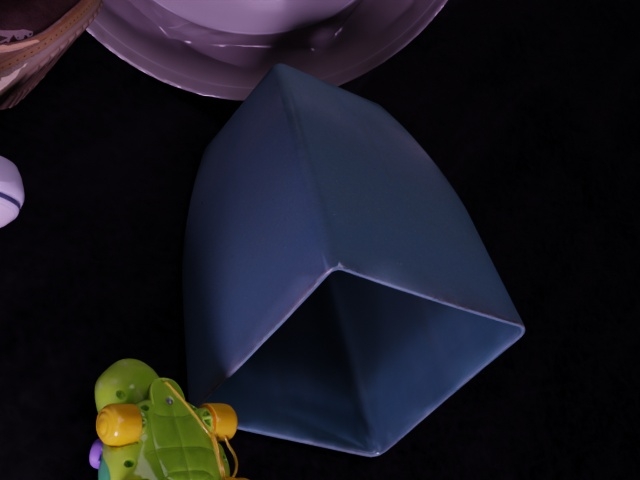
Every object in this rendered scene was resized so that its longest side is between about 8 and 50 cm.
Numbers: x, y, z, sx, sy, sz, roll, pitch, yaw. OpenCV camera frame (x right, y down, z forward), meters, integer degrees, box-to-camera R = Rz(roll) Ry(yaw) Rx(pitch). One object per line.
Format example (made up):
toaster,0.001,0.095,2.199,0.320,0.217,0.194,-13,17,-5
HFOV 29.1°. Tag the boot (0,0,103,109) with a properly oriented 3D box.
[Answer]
boot,-0.271,-0.168,0.793,0.207,0.090,0.248,46,41,-8

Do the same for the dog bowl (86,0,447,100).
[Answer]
dog bowl,-0.051,-0.283,0.922,0.348,0.349,0.102,36,28,-17

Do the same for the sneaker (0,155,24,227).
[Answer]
sneaker,-0.278,0.004,0.660,0.258,0.094,0.091,-7,74,-37

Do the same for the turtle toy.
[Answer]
turtle toy,-0.100,0.127,0.739,0.095,0.066,0.130,7,54,-41

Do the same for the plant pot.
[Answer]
plant pot,0.000,0.000,0.875,0.165,0.165,0.234,18,40,-34
